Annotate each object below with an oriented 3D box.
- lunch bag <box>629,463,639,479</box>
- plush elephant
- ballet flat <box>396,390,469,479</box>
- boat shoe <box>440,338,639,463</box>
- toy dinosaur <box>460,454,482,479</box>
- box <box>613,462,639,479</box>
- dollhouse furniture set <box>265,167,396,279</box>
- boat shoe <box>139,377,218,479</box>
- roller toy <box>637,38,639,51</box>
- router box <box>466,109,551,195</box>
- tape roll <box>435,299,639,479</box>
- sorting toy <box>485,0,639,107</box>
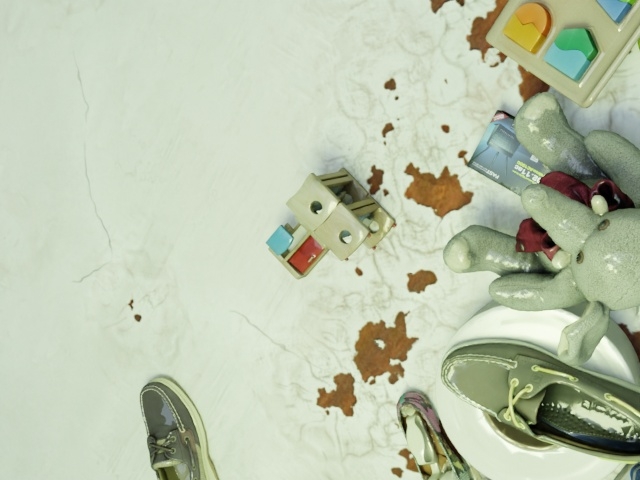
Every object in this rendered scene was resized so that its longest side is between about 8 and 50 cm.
[{"bbox_3d":[0.458,0.348,1.064,0.067,0.065,0.098,-11,92,12],"label":"lunch bag"},{"bbox_3d":[0.324,-0.003,0.966,0.330,0.255,0.272,36,98,10],"label":"plush elephant"},{"bbox_3d":[0.175,0.346,1.252,0.077,0.079,0.221,-27,87,26],"label":"ballet flat"},{"bbox_3d":[0.297,0.209,1.051,0.305,0.091,0.109,14,105,23],"label":"boat shoe"},{"bbox_3d":[0.269,0.449,1.224,0.118,0.064,0.268,1,109,9],"label":"toy dinosaur"},{"bbox_3d":[0.496,0.396,1.121,0.183,0.056,0.231,35,112,15],"label":"box"},{"bbox_3d":[0.000,0.000,1.246,0.129,0.129,0.184,46,113,11],"label":"dollhouse furniture set"},{"bbox_3d":[-0.267,0.395,1.464,0.103,0.092,0.285,-19,90,27],"label":"boat shoe"},{"bbox_3d":[0.511,-0.236,0.952,0.209,0.146,0.191,-32,85,26],"label":"roller toy"},{"bbox_3d":[0.285,-0.119,1.141,0.122,0.038,0.092,32,111,17],"label":"router box"},{"bbox_3d":[0.316,0.217,1.151,0.286,0.100,0.286,4,100,25],"label":"tape roll"},{"bbox_3d":[0.331,-0.305,1.044,0.208,0.038,0.193,49,118,36],"label":"sorting toy"}]
